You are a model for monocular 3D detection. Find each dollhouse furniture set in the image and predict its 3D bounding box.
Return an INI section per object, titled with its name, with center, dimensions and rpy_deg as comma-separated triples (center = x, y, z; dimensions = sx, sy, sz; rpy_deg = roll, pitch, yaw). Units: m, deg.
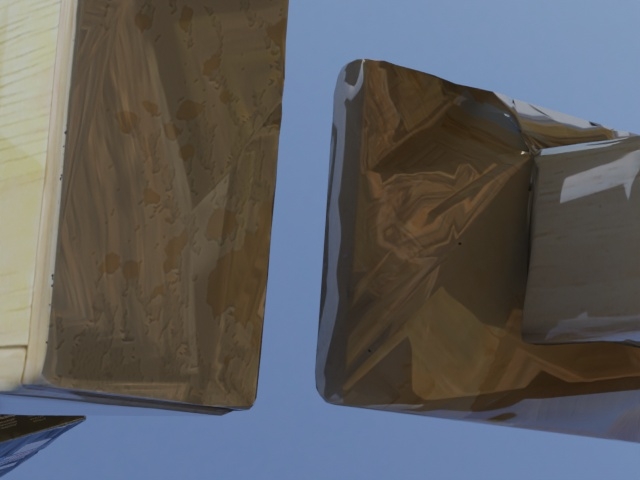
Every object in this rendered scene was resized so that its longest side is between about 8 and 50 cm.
[dollhouse furniture set]
center = 0.000, 0.000, 0.695
dimensions = 0.394, 0.256, 0.362
rpy_deg = 11, -101, -41

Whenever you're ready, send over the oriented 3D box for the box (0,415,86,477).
[box]
center = -0.342, 0.176, 1.341
dimensions = 0.079, 0.257, 0.322
rpy_deg = 57, -162, 9
